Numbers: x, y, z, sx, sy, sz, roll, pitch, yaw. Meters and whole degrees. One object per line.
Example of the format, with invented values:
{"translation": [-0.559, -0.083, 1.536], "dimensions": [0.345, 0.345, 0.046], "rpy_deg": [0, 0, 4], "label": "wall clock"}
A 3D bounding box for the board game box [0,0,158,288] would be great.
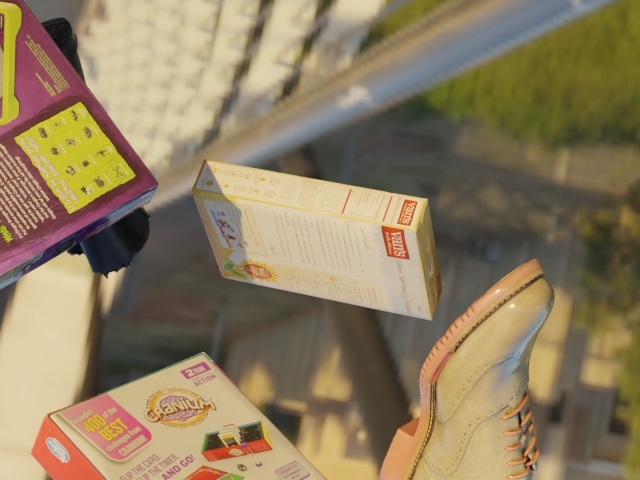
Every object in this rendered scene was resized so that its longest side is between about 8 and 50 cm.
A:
{"translation": [-0.333, -0.131, 1.726], "dimensions": [0.208, 0.347, 0.056], "rpy_deg": [-31, 169, -31], "label": "board game box"}

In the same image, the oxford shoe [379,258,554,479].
{"translation": [0.184, 0.176, 1.933], "dimensions": [0.146, 0.140, 0.397], "rpy_deg": [44, 145, 22], "label": "oxford shoe"}

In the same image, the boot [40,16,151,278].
{"translation": [-0.257, -0.096, 1.940], "dimensions": [0.094, 0.207, 0.246], "rpy_deg": [-23, -148, 3], "label": "boot"}

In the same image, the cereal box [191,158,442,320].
{"translation": [0.000, 0.000, 1.910], "dimensions": [0.240, 0.047, 0.173], "rpy_deg": [11, 149, 16], "label": "cereal box"}

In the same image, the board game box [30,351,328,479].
{"translation": [-0.115, 0.274, 1.969], "dimensions": [0.316, 0.064, 0.242], "rpy_deg": [44, -142, 24], "label": "board game box"}
